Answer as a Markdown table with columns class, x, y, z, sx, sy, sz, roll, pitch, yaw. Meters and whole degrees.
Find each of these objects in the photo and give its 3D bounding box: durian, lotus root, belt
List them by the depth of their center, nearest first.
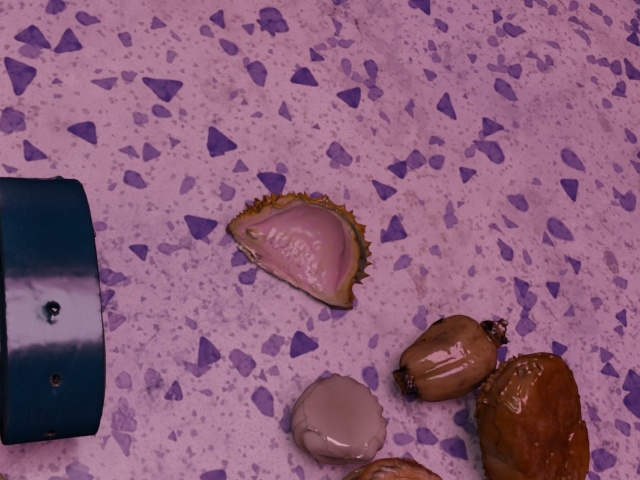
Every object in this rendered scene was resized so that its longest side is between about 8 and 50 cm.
| class | x | y | z | sx | sy | sz | roll | pitch | yaw |
| --- | --- | --- | --- | --- | --- | --- | --- | --- | --- |
| belt | -0.448 | 0.103 | 1.311 | 0.173 | 0.300 | 0.436 | 2 | 63 | -24 |
| durian | -0.004 | -0.012 | 1.624 | 0.305 | 0.195 | 0.185 | 41 | 51 | 1 |
| lotus root | 0.258 | 0.234 | 1.649 | 0.257 | 0.140 | 0.154 | -20 | 64 | -23 |

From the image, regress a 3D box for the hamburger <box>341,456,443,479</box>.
| class | x | y | z | sx | sy | sz | roll | pitch | yaw |
| --- | --- | --- | --- | --- | --- | --- | --- | --- | --- |
| hamburger | 0.123 | 0.516 | 1.459 | 0.286 | 0.146 | 0.243 | -35 | 90 | -38 |

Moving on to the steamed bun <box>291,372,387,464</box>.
| class | x | y | z | sx | sy | sz | roll | pitch | yaw |
| --- | --- | --- | --- | --- | --- | --- | --- | --- | --- |
| steamed bun | 0.031 | 0.337 | 1.520 | 0.183 | 0.106 | 0.183 | 12 | 47 | -13 |

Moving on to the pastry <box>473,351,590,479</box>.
| class | x | y | z | sx | sy | sz | roll | pitch | yaw |
| --- | --- | --- | --- | --- | --- | --- | --- | --- | --- |
| pastry | 0.408 | 0.369 | 1.620 | 0.255 | 0.162 | 0.310 | -18 | 99 | -37 |

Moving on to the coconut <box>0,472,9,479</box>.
| class | x | y | z | sx | sy | sz | roll | pitch | yaw |
| --- | --- | --- | --- | --- | --- | --- | --- | --- | --- |
| coconut | -0.521 | 0.415 | 1.243 | 0.122 | 0.116 | 0.116 | -36 | 84 | -36 |
